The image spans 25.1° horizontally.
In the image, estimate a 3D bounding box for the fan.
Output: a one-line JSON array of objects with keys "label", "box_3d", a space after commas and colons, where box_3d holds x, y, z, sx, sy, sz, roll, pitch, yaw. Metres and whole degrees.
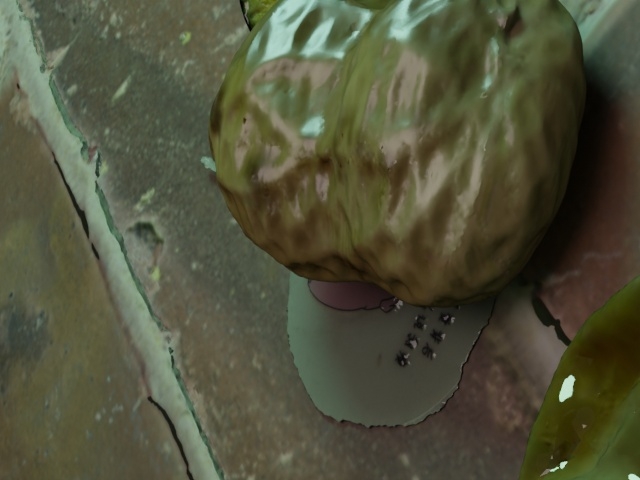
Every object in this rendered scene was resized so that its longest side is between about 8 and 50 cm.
[{"label": "fan", "box_3d": [-0.001, 0.000, 0.920, 0.310, 0.010, 0.182, 32, 99, 47]}]

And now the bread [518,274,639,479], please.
[{"label": "bread", "box_3d": [0.197, 0.087, 0.534, 0.238, 0.196, 0.252, 35, 105, 49]}]

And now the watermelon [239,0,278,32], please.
[{"label": "watermelon", "box_3d": [-0.004, -0.188, 0.983, 0.092, 0.075, 0.181, 15, 88, 5]}]

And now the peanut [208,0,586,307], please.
[{"label": "peanut", "box_3d": [0.037, -0.063, 0.819, 0.233, 0.110, 0.196, 6, 79, 43]}]
